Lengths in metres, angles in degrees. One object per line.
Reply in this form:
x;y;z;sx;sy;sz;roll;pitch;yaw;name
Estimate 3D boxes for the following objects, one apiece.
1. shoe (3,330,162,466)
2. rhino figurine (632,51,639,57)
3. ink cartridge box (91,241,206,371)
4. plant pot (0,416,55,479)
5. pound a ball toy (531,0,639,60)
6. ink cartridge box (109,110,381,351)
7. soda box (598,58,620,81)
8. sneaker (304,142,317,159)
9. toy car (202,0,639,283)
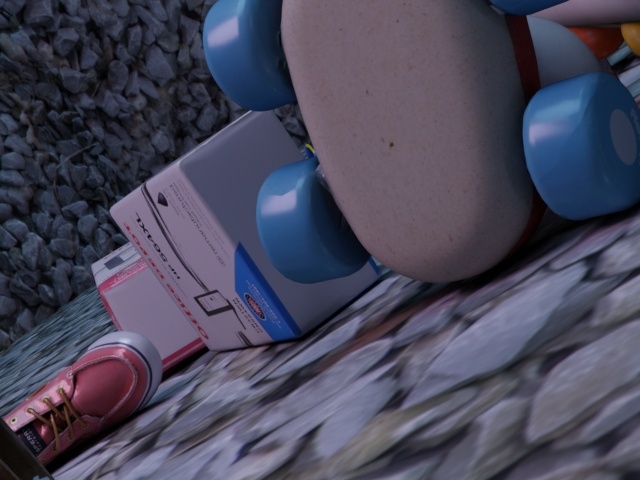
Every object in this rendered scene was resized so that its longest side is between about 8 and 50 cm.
-0.196;0.136;1.016;0.178;0.063;0.081;-35;5;36;shoe
0.305;-0.215;1.149;0.106;0.073;0.243;-34;7;19;rhino figurine
-0.119;0.031;1.205;0.158;0.092;0.218;-31;9;-8;ink cartridge box
-0.237;0.152;0.695;0.165;0.167;0.167;-43;8;-10;plant pot
0.174;-0.183;0.845;0.208;0.136;0.319;0;6;-23;pound a ball toy
-0.063;-0.001;0.982;0.086;0.148;0.203;-38;6;-23;ink cartridge box
0.138;-0.079;0.990;0.183;0.058;0.063;-34;6;-15;soda box
0.038;-0.104;1.607;0.209;0.082;0.069;-33;4;-18;sneaker
0.097;-0.098;0.787;0.219;0.210;0.238;-16;3;36;toy car
